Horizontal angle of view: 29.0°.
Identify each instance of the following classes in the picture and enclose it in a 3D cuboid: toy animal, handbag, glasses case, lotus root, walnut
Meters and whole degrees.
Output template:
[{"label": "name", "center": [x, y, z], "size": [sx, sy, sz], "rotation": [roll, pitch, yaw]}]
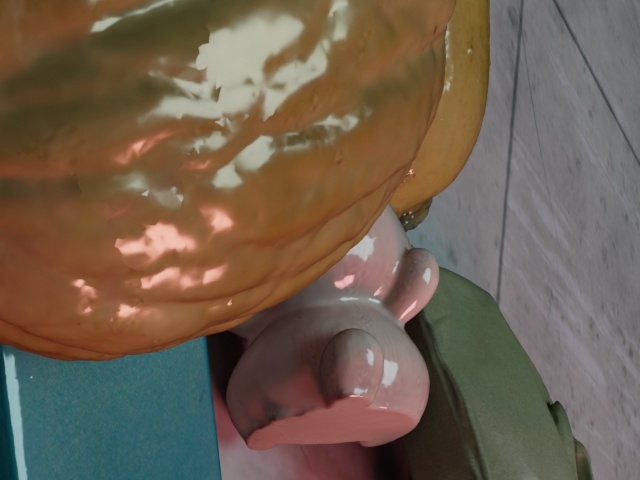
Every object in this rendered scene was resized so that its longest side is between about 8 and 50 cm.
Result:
[{"label": "toy animal", "center": [0.000, 0.001, 0.655], "size": [0.124, 0.124, 0.212], "rotation": [22, 58, -59]}, {"label": "handbag", "center": [0.119, 0.166, 0.770], "size": [0.316, 0.109, 0.253], "rotation": [59, 17, -54]}, {"label": "glasses case", "center": [-0.090, 0.177, 0.496], "size": [0.117, 0.070, 0.301], "rotation": [-5, 90, -56]}, {"label": "lotus root", "center": [0.030, -0.151, 0.718], "size": [0.146, 0.131, 0.303], "rotation": [-22, 103, -62]}, {"label": "walnut", "center": [-0.070, -0.072, 0.434], "size": [0.261, 0.225, 0.225], "rotation": [-38, 117, -51]}]
